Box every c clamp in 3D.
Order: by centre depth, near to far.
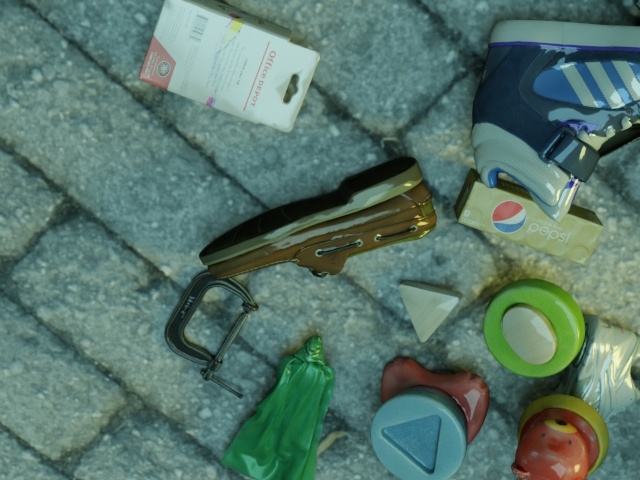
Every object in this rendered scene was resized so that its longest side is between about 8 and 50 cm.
[{"bbox_3d":[-0.138,0.121,1.635,0.137,0.022,0.160,25,110,-3],"label":"c clamp"}]

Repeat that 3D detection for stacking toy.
[{"bbox_3d":[0.206,0.198,1.553,0.309,0.130,0.279,2,107,21],"label":"stacking toy"}]

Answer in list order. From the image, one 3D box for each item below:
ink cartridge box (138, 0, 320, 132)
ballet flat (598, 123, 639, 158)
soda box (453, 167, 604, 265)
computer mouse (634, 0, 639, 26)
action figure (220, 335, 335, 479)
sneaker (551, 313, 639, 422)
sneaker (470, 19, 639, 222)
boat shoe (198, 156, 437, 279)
[{"bbox_3d":[-0.109,-0.221,1.480,0.198,0.067,0.115,21,109,-6],"label":"ink cartridge box"},{"bbox_3d":[0.357,-0.138,1.515,0.250,0.058,0.084,-21,108,8],"label":"ballet flat"},{"bbox_3d":[0.268,-0.030,1.556,0.181,0.058,0.061,19,109,-6],"label":"soda box"},{"bbox_3d":[0.411,-0.365,1.401,0.188,0.072,0.272,-27,113,21],"label":"computer mouse"},{"bbox_3d":[-0.038,0.231,1.651,0.137,0.063,0.232,18,113,-5],"label":"action figure"},{"bbox_3d":[0.378,0.220,1.636,0.115,0.090,0.232,14,111,-9],"label":"sneaker"},{"bbox_3d":[0.341,-0.133,1.439,0.323,0.130,0.236,8,92,14],"label":"sneaker"},{"bbox_3d":[0.000,0.000,1.539,0.307,0.111,0.104,-21,108,8],"label":"boat shoe"}]
